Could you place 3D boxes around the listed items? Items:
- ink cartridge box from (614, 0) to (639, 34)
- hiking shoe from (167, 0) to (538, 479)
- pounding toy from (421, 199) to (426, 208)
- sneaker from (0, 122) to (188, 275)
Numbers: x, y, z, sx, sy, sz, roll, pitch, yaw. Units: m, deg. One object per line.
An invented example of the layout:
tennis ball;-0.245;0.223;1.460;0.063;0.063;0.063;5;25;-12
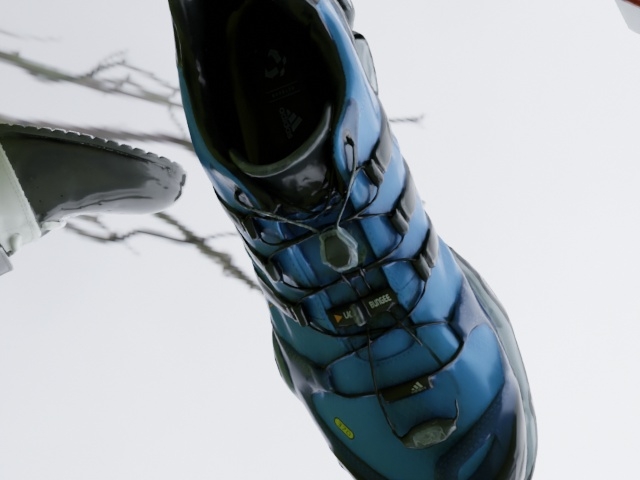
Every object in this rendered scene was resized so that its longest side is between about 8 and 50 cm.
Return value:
ink cartridge box;0.345;-0.236;1.219;0.150;0.063;0.109;-50;-132;-4
hiking shoe;0.000;0.000;0.645;0.113;0.132;0.304;-28;-103;13
pounding toy;0.036;0.031;1.174;0.100;0.130;0.141;24;-70;12
sneaker;-0.258;-0.008;0.973;0.122;0.330;0.146;140;-50;-83
